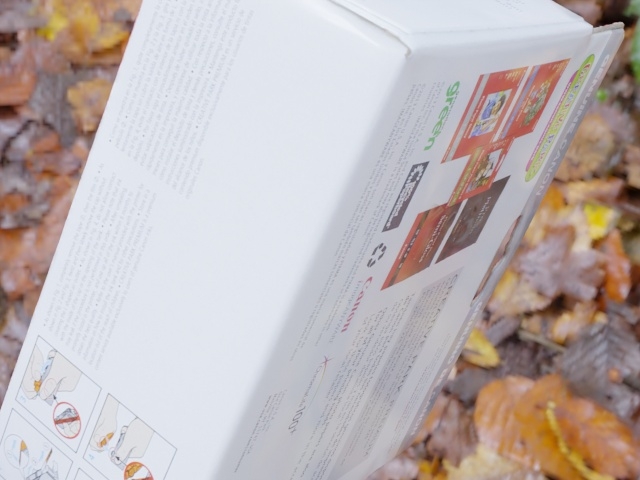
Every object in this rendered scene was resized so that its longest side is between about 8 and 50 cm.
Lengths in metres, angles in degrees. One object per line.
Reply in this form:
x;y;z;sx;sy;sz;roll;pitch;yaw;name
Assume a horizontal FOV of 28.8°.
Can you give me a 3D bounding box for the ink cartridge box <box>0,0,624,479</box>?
0.000;0.000;0.650;0.130;0.309;0.272;35;26;22;ink cartridge box
